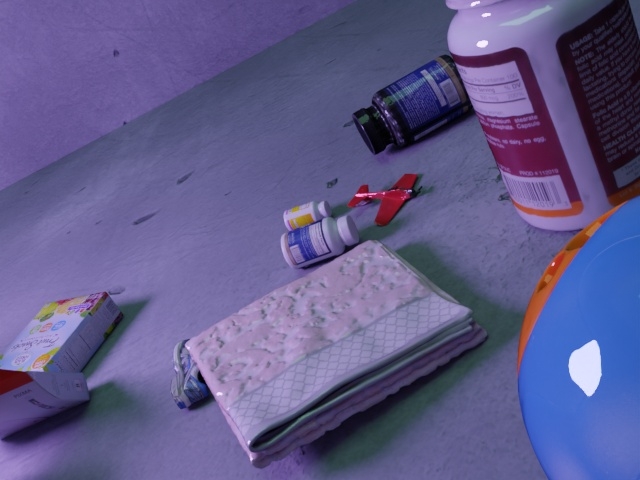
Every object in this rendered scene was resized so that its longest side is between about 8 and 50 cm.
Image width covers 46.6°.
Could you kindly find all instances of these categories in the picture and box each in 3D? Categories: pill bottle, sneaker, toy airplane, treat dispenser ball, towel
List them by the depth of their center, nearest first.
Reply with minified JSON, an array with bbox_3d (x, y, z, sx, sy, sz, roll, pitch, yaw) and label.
[{"bbox_3d":[0.287,0.099,0.525,0.288,0.288,0.288,-23,27,13],"label":"treat dispenser ball"},{"bbox_3d":[0.301,-0.227,0.971,0.224,0.392,0.224,-23,27,12],"label":"pill bottle"},{"bbox_3d":[0.002,0.127,0.992,0.332,0.053,0.317,-27,25,-13],"label":"towel"},{"bbox_3d":[-0.187,0.196,1.113,0.058,0.052,0.135,-18,34,2],"label":"sneaker"},{"bbox_3d":[0.000,0.000,1.238,0.120,0.067,0.067,-20,28,18],"label":"pill bottle"},{"bbox_3d":[0.112,-0.080,1.312,0.151,0.028,0.151,-23,28,13],"label":"toy airplane"},{"bbox_3d":[-0.023,-0.047,1.372,0.083,0.043,0.043,-17,29,23],"label":"pill bottle"},{"bbox_3d":[0.179,-0.261,1.460,0.219,0.122,0.123,-29,26,0],"label":"pill bottle"}]

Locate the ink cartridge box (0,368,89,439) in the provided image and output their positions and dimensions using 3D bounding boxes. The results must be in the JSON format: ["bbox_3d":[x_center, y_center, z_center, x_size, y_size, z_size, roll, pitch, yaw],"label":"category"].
[{"bbox_3d":[-0.502,0.257,1.145,0.189,0.066,0.232,-24,-13,10],"label":"ink cartridge box"}]

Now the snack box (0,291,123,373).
[{"bbox_3d":[-0.497,0.195,1.390,0.175,0.070,0.207,-12,33,30],"label":"snack box"}]
